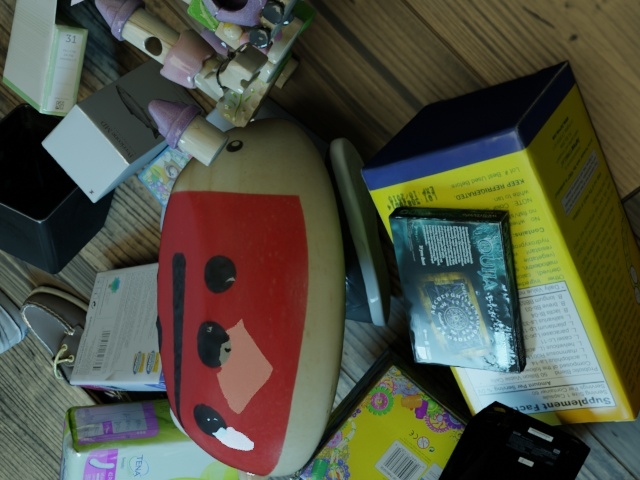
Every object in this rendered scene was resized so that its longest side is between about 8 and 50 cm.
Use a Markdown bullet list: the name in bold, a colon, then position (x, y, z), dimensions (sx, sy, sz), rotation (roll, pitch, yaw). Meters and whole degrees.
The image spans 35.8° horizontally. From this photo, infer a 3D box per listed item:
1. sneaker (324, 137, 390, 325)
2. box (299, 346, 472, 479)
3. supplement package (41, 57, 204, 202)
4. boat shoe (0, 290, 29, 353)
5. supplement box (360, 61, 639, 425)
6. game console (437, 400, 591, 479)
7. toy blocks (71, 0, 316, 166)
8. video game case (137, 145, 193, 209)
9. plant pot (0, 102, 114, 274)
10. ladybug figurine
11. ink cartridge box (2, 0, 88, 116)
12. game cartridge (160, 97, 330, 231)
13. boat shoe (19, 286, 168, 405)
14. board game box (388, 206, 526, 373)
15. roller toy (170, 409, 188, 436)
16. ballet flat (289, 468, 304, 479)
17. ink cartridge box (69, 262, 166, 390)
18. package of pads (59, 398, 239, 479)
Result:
- **sneaker**: position (0.000, 0.001, 1.276), dimensions (0.146, 0.105, 0.296), rotation (-2, 131, 13)
- **box**: position (0.146, 0.303, 1.280), dimensions (0.290, 0.279, 0.177), rotation (40, 91, 4)
- **supplement package**: position (-0.260, -0.151, 1.324), dimensions (0.105, 0.179, 0.105), rotation (49, 131, -6)
- **boat shoe**: position (-0.640, 0.097, 1.775), dimensions (0.258, 0.084, 0.095), rotation (41, 131, 2)
- **supplement box**: position (0.230, 0.015, 1.125), dimensions (0.194, 0.195, 0.357), rotation (-13, 111, 36)
- **game console**: position (0.285, 0.339, 1.111), dimensions (0.361, 0.044, 0.213), rotation (26, 96, -13)
- **toy blocks**: position (-0.136, -0.284, 1.078), dimensions (0.260, 0.309, 0.289), rotation (36, 131, -2)
- **video game case**: position (-0.167, -0.056, 1.371), dimensions (0.166, 0.015, 0.119), rotation (50, 131, -6)
- **plant pot**: position (-0.420, -0.065, 1.489), dimensions (0.187, 0.188, 0.167), rotation (23, 141, 16)
- **ladybug figurine**: position (-0.097, 0.074, 1.194), dimensions (0.305, 0.161, 0.450), rotation (-6, 85, 59)
- **ink cartridge box**: position (-0.363, -0.302, 1.326), dimensions (0.171, 0.056, 0.235), rotation (35, 115, 50)
- **game cartridge**: position (-0.112, -0.064, 1.377), dimensions (0.198, 0.062, 0.297), rotation (35, 131, 2)
- **boat shoe**: position (-0.393, 0.208, 1.688), dimensions (0.324, 0.097, 0.116), rotation (41, 131, 2)
- **board game box**: position (0.147, 0.054, 1.053), dimensions (0.126, 0.026, 0.186), rotation (4, 120, 29)
- **roller toy**: position (-0.121, 0.214, 1.471), dimensions (0.191, 0.146, 0.209), rotation (-18, 137, 33)
- **ballet flat**: position (-0.014, 0.347, 1.575), dimensions (0.070, 0.070, 0.188), rotation (28, 126, 13)
- **ink cartridge box**: position (-0.255, 0.128, 1.467), dimensions (0.065, 0.186, 0.311), rotation (22, 159, -35)
- **package of pads**: position (-0.270, 0.357, 1.610), dimensions (0.296, 0.101, 0.229), rotation (-1, 131, -21)
